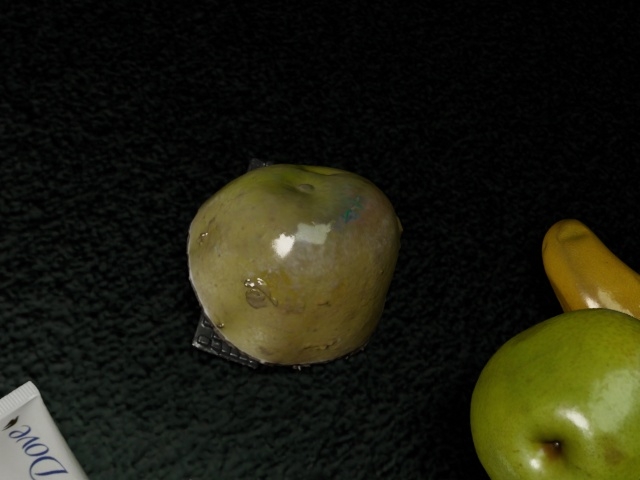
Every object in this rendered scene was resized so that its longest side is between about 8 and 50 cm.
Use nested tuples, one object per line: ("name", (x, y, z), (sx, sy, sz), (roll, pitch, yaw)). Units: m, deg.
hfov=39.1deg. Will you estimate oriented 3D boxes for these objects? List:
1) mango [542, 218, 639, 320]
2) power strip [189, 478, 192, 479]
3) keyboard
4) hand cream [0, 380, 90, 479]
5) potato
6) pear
("mango", (0.274, 0.059, 0.850), (0.098, 0.075, 0.190), (-16, 66, -43))
("power strip", (-0.132, 0.227, 0.646), (0.051, 0.019, 0.136), (37, 58, 3))
("keyboard", (-0.058, 0.014, 0.784), (0.060, 0.018, 0.196), (21, 59, -12))
("hand cream", (-0.183, 0.204, 0.596), (0.248, 0.083, 0.133), (38, 53, 26))
("potato", (0.000, 0.000, 0.746), (0.202, 0.117, 0.182), (-9, 69, -30))
("pear", (0.225, 0.139, 0.740), (0.216, 0.180, 0.166), (-6, 54, -52))
